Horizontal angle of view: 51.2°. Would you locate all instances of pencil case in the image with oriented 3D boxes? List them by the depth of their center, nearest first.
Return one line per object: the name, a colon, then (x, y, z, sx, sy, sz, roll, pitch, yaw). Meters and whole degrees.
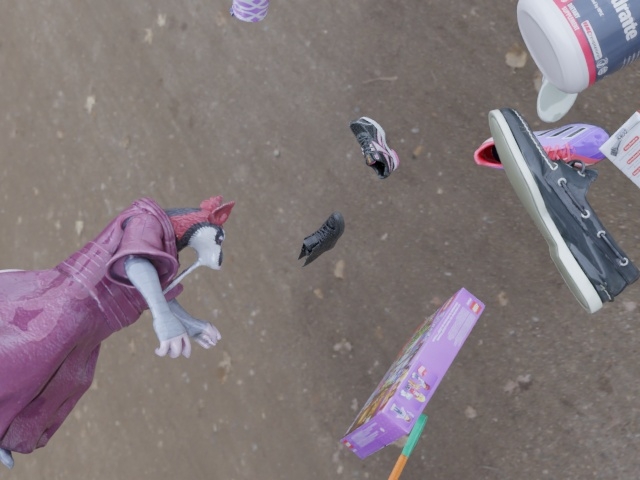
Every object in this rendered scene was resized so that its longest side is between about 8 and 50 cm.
pencil case: (-0.147, -0.566, 1.429, 0.206, 0.086, 0.088, 109, 158, -61)

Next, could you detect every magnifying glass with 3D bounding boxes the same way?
magnifying glass: (0.229, 0.552, 1.753, 0.026, 0.231, 0.092, 25, 137, 18)

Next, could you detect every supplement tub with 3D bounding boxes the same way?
supplement tub: (0.483, -0.384, 1.093, 0.272, 0.191, 0.191, -30, 63, 10)

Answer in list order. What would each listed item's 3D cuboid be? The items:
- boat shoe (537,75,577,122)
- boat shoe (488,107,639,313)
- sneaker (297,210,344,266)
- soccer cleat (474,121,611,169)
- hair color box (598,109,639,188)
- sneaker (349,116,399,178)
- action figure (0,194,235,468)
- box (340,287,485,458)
boat shoe: (0.547, -0.371, 1.514, 0.079, 0.081, 0.227, 18, 90, 8)
boat shoe: (0.371, -0.063, 1.003, 0.113, 0.127, 0.340, -28, 86, 8)
sneaker: (-0.001, -0.002, 1.667, 0.051, 0.089, 0.170, 57, 149, 23)
soccer cleat: (0.511, -0.207, 1.554, 0.318, 0.116, 0.108, 5, 113, 48)
hair color box: (0.583, -0.137, 1.158, 0.167, 0.053, 0.093, 50, 130, 16)
sneaker: (0.134, -0.231, 1.688, 0.072, 0.178, 0.077, -22, 29, 45)
action figure: (-0.253, 0.056, 0.741, 0.276, 0.370, 0.248, 43, 157, 4)
box: (0.163, 0.235, 1.182, 0.057, 0.293, 0.201, 39, 145, 4)
